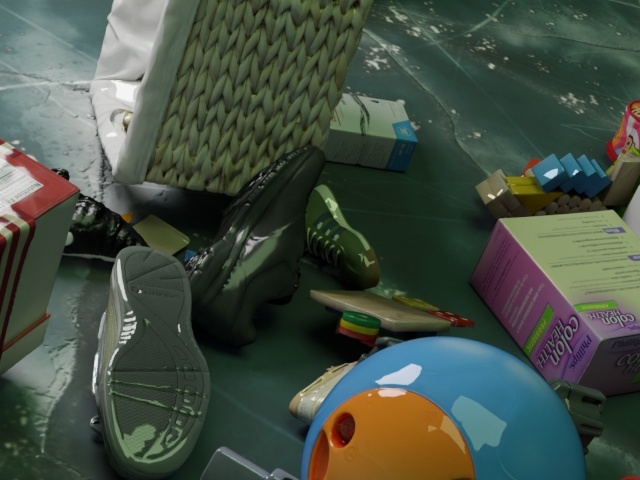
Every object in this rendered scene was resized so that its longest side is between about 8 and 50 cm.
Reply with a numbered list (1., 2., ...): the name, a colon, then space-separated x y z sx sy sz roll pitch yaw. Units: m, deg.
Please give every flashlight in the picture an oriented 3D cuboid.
1. flashlight: 0.186 0.194 1.732 0.304 0.103 0.103 19 69 -29

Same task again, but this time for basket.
1. basket: -0.130 -0.260 1.960 0.266 0.331 0.328 10 23 -20

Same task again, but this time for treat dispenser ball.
1. treat dispenser ball: 0.122 0.240 1.497 0.288 0.288 0.288 15 35 -11

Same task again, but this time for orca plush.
1. orca plush: -0.316 -0.031 1.782 0.287 0.102 0.151 25 39 6

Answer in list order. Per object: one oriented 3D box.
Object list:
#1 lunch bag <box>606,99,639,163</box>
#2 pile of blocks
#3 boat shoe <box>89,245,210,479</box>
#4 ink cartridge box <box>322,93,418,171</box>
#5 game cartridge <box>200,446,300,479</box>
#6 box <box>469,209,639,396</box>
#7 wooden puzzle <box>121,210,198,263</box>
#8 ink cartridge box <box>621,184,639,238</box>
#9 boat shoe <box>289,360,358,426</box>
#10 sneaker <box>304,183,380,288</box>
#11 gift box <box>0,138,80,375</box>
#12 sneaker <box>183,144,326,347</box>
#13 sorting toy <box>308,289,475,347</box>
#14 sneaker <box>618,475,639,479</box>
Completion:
1. lunch bag: 0.634 -0.113 2.399 0.258 0.120 0.293 -5 42 -34
2. pile of blocks: 0.390 -0.095 2.218 0.362 0.149 0.112 3 39 -25
3. boat shoe: -0.196 0.144 1.635 0.118 0.103 0.320 10 40 -21
4. ink cartridge box: 0.043 -0.165 2.202 0.180 0.060 0.104 7 38 -21
5. game cartridge: 0.007 0.365 1.339 0.355 0.230 0.068 29 1 11
6. box: 0.361 0.083 1.991 0.213 0.117 0.243 -5 42 -34
7. wooden puzzle: -0.213 0.000 1.883 0.116 0.014 0.078 37 42 21
8. ink cartridge box: 0.571 0.011 2.155 0.233 0.168 0.171 8 36 -19
9. boat shoe: 0.025 0.170 1.741 0.059 0.063 0.170 12 21 32
10. sneaker: 0.000 0.000 1.961 0.086 0.064 0.192 -8 44 -25
11. gift box: -0.428 0.020 1.523 0.276 0.258 0.255 33 36 17
12. sneaker: -0.068 0.008 1.816 0.130 0.109 0.286 40 69 -12
13. sorting toy: 0.075 0.102 1.835 0.132 0.046 0.274 20 9 34
14. sneaker: 0.358 0.313 1.668 0.087 0.128 0.221 25 35 4
